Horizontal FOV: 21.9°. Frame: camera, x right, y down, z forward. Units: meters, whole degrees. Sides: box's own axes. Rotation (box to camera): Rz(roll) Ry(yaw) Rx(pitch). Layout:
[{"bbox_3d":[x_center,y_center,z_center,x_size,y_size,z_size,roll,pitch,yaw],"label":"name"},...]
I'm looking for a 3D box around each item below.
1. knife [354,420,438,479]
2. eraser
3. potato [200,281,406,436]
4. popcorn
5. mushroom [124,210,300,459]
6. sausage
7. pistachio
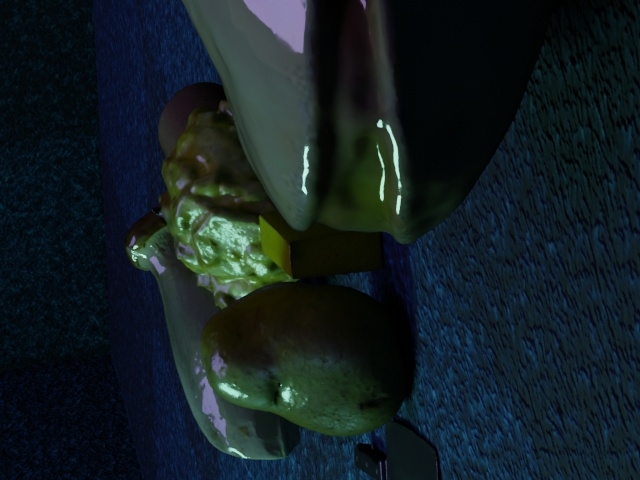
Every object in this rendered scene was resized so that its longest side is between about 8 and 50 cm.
[{"bbox_3d":[0.076,0.214,1.640,0.245,0.019,0.072,-174,81,-74],"label":"knife"},{"bbox_3d":[0.000,0.000,1.657,0.122,0.097,0.045,-139,43,-68],"label":"eraser"},{"bbox_3d":[-0.018,0.115,1.599,0.157,0.194,0.157,178,90,-79],"label":"potato"},{"bbox_3d":[-0.093,-0.031,1.821,0.233,0.192,0.266,156,111,-77],"label":"popcorn"},{"bbox_3d":[-0.119,0.110,1.902,0.350,0.128,0.128,61,159,24],"label":"mushroom"},{"bbox_3d":[-0.120,-0.104,2.052,0.253,0.123,0.123,-129,34,-61],"label":"sausage"},{"bbox_3d":[0.015,-0.219,1.070,0.365,0.281,0.445,-87,-7,-75],"label":"pistachio"}]
